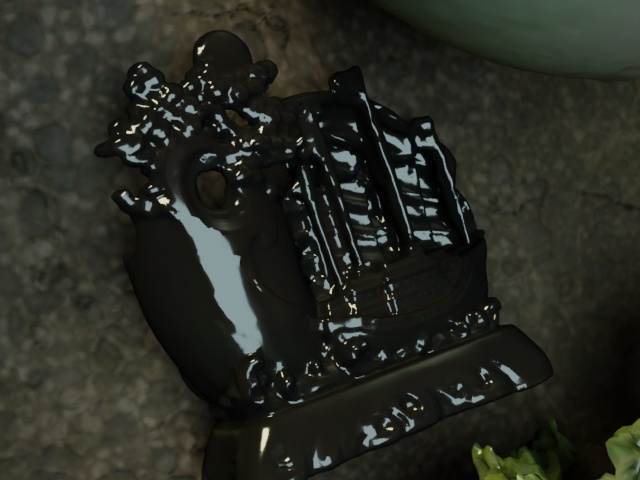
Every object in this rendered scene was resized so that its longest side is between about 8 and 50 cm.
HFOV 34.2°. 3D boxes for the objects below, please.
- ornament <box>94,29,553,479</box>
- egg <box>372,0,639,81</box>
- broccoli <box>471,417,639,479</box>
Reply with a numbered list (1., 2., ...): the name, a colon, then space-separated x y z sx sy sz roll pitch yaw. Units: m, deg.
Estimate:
1. ornament: 0.000 0.000 0.623 0.251 0.106 0.260 -15 92 -27
2. egg: 0.182 -0.248 0.547 0.340 0.354 0.354 12 90 -41
3. broccoli: 0.251 0.193 0.641 0.338 0.277 0.317 42 77 -11
